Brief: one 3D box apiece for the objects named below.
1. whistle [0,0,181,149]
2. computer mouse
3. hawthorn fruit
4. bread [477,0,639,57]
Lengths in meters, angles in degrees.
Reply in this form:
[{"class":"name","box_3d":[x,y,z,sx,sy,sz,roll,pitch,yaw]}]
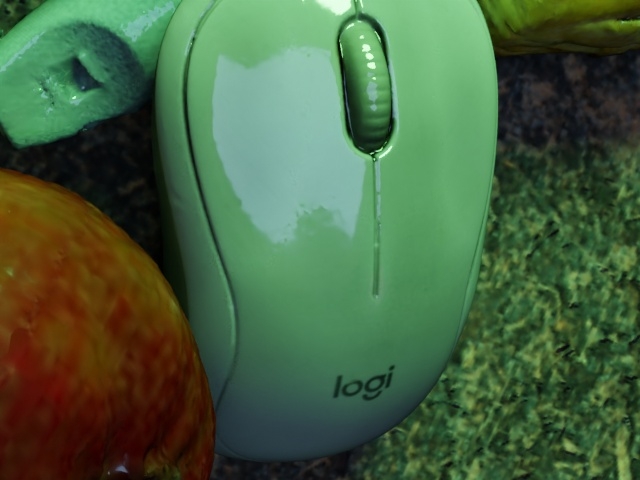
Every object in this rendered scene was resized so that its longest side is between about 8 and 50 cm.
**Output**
[{"class":"whistle","box_3d":[-0.053,-0.130,0.650,0.269,0.093,0.180,-34,129,-10]},{"class":"computer mouse","box_3d":[0.000,0.000,0.640,0.184,0.121,0.297,-3,124,-23]},{"class":"hawthorn fruit","box_3d":[-0.206,0.081,0.561,0.265,0.307,0.265,-42,140,-50]},{"class":"bread","box_3d":[0.164,-0.221,0.696,0.210,0.099,0.235,-6,95,-18]}]
